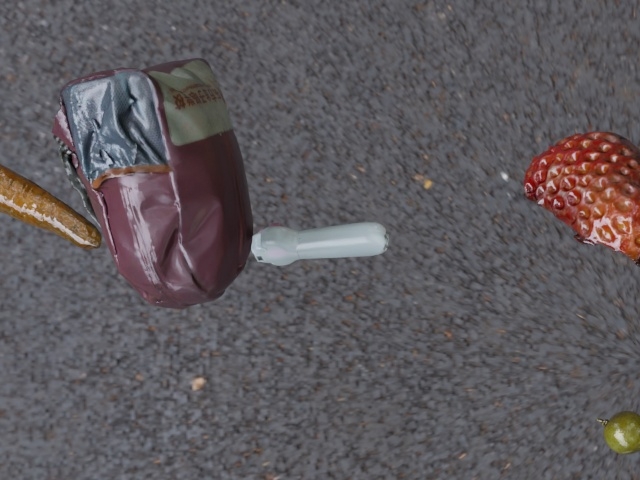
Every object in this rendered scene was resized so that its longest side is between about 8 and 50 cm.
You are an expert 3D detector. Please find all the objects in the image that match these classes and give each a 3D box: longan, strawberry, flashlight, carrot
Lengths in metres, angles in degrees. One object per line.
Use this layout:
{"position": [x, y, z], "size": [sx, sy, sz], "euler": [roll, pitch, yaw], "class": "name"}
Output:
{"position": [0.473, 0.298, 1.643], "size": [0.083, 0.075, 0.075], "euler": [27, 92, 20], "class": "longan"}
{"position": [0.409, -0.069, 1.476], "size": [0.253, 0.280, 0.150], "euler": [34, 102, 27], "class": "strawberry"}
{"position": [0.000, 0.000, 1.521], "size": [0.200, 0.093, 0.047], "euler": [-5, 66, 8], "class": "flashlight"}
{"position": [-0.286, -0.040, 0.974], "size": [0.191, 0.047, 0.047], "euler": [29, 93, 0], "class": "carrot"}

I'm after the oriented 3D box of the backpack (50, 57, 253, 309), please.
{"position": [-0.197, -0.068, 1.342], "size": [0.197, 0.283, 0.317], "euler": [-11, 100, 20], "class": "backpack"}
